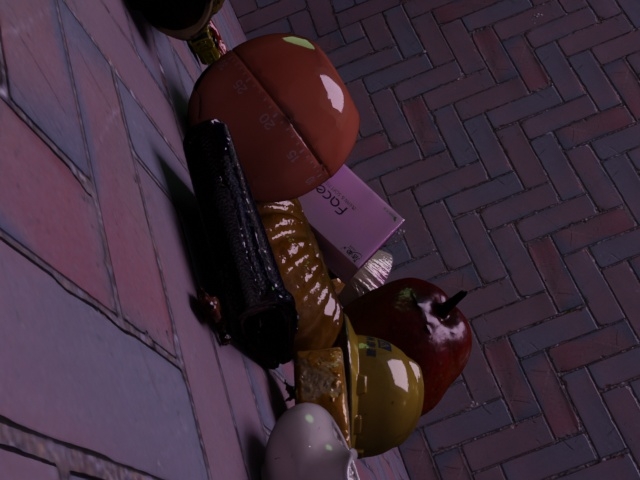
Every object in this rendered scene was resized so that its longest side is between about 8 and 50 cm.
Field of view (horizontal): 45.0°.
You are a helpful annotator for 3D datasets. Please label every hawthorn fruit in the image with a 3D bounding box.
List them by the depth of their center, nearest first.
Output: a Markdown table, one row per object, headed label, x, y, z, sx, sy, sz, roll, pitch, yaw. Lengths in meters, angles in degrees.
| label | x | y | z | sx | sy | sz | roll | pitch | yaw |
| --- | --- | --- | --- | --- | --- | --- | --- | --- | --- |
| hawthorn fruit | 0.183 | 0.211 | 1.610 | 0.285 | 0.369 | 0.285 | 29 | 38 | -25 |

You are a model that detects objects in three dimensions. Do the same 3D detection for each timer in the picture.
| label | x | y | z | sx | sy | sz | roll | pitch | yaw |
| --- | --- | --- | --- | --- | --- | --- | --- | --- | --- |
| timer | -0.066 | -0.171 | 1.094 | 0.229 | 0.215 | 0.229 | 58 | 2 | -3 |

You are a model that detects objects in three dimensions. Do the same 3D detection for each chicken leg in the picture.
| label | x | y | z | sx | sy | sz | roll | pitch | yaw |
| --- | --- | --- | --- | --- | --- | --- | --- | --- | --- |
| chicken leg | -0.102 | 0.069 | 0.737 | 0.083 | 0.021 | 0.036 | 77 | -13 | -55 |

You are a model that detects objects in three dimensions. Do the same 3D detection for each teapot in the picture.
| label | x | y | z | sx | sy | sz | roll | pitch | yaw |
| --- | --- | --- | --- | --- | --- | --- | --- | --- | --- |
| teapot | -0.002 | 0.227 | 0.737 | 0.226 | 0.092 | 0.145 | 53 | 18 | -83 |

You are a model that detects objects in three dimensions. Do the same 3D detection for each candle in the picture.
| label | x | y | z | sx | sy | sz | roll | pitch | yaw |
| --- | --- | --- | --- | --- | --- | --- | --- | --- | --- |
| candle | -0.229 | -0.414 | 1.607 | 0.053 | 0.048 | 0.162 | -5 | -59 | 49 |

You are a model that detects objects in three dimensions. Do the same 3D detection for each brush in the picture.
| label | x | y | z | sx | sy | sz | roll | pitch | yaw |
| --- | --- | --- | --- | --- | --- | --- | --- | --- | --- |
| brush | 0.056 | 0.081 | 1.749 | 0.166 | 0.174 | 0.266 | 39 | 21 | -9 |

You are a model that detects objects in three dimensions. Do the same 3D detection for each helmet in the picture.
| label | x | y | z | sx | sy | sz | roll | pitch | yaw |
| --- | --- | --- | --- | --- | --- | --- | --- | --- | --- |
| helmet | 0.103 | 0.253 | 1.305 | 0.205 | 0.140 | 0.257 | -96 | -172 | -71 |

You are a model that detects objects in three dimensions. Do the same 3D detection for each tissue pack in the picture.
| label | x | y | z | sx | sy | sz | roll | pitch | yaw |
| --- | --- | --- | --- | --- | --- | --- | --- | --- | --- |
| tissue pack | 0.013 | -0.063 | 1.419 | 0.246 | 0.148 | 0.092 | 42 | -28 | 5 |

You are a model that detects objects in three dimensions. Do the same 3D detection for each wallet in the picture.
| label | x | y | z | sx | sy | sz | roll | pitch | yaw |
| --- | --- | --- | --- | --- | --- | --- | --- | --- | --- |
| wallet | -0.090 | 0.018 | 0.877 | 0.262 | 0.071 | 0.221 | 85 | -16 | -68 |

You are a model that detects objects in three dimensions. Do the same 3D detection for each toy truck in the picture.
| label | x | y | z | sx | sy | sz | roll | pitch | yaw |
| --- | --- | --- | --- | --- | --- | --- | --- | --- | --- |
| toy truck | -0.221 | -0.373 | 1.453 | 0.083 | 0.049 | 0.054 | 64 | 7 | -71 |

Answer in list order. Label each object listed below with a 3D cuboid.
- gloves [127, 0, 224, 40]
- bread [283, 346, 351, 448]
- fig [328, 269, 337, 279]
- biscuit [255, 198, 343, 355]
| label | x | y | z | sx | sy | sz | roll | pitch | yaw |
| --- | --- | --- | --- | --- | --- | --- | --- | --- | --- |
| gloves | -0.195 | -0.383 | 1.094 | 0.331 | 0.141 | 0.154 | -107 | 173 | -58 |
| bread | -0.002 | 0.208 | 0.931 | 0.149 | 0.073 | 0.122 | -95 | 180 | -48 |
| fig | 0.001 | -0.001 | 1.562 | 0.205 | 0.205 | 0.205 | -21 | 90 | -87 |
| biscuit | -0.043 | 0.045 | 1.254 | 0.326 | 0.107 | 0.325 | -19 | 90 | -89 |
